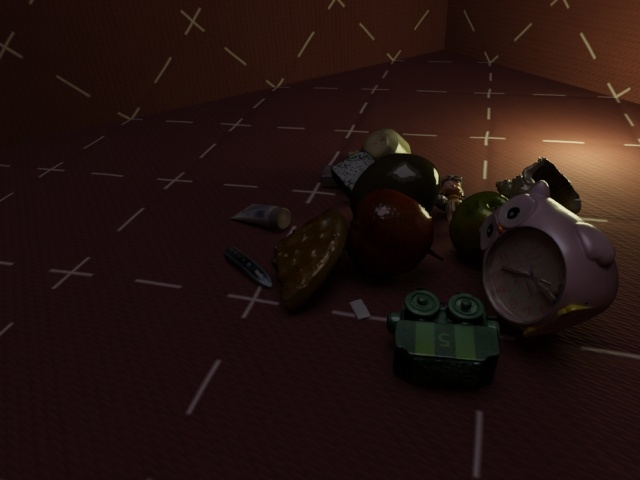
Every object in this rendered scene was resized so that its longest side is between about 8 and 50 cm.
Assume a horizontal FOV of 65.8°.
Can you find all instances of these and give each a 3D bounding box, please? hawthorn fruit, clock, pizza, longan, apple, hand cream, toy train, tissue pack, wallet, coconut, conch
[{"bbox_3d":[0.249,-0.005,1.608,0.330,0.287,0.287,23,37,0],"label":"hawthorn fruit"},{"bbox_3d":[0.617,0.057,1.374,0.250,0.368,0.377,4,56,-30],"label":"clock"},{"bbox_3d":[-0.041,0.054,1.620,0.277,0.114,0.409,-12,38,37],"label":"pizza"},{"bbox_3d":[0.275,-0.174,1.829,0.350,0.288,0.288,-23,26,26],"label":"longan"},{"bbox_3d":[0.561,-0.047,1.658,0.246,0.226,0.246,-1,36,1],"label":"apple"},{"bbox_3d":[-0.234,-0.100,1.960,0.247,0.083,0.133,13,36,41],"label":"hand cream"},{"bbox_3d":[-0.242,0.091,1.694,0.055,0.048,0.251,-31,43,-30],"label":"toy train"},{"bbox_3d":[0.083,-0.287,2.197,0.155,0.065,0.116,0,34,8],"label":"tissue pack"},{"bbox_3d":[0.120,0.211,1.513,0.044,0.011,0.083,-12,35,-12],"label":"wallet"},{"bbox_3d":[0.321,0.257,1.298,0.298,0.167,0.238,2,40,10],"label":"toy train"},{"bbox_3d":[0.296,-0.377,2.192,0.202,0.222,0.202,-14,64,31],"label":"coconut"},{"bbox_3d":[0.791,-0.162,1.820,0.324,0.263,0.186,25,3,-19],"label":"conch"}]

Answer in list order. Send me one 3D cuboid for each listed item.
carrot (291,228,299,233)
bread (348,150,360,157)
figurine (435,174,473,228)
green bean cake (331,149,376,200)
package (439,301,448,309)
[{"bbox_3d":[0.000,0.000,1.797,0.209,0.061,0.061,6,35,9],"label":"carrot"},{"bbox_3d":[0.171,-0.391,2.373,0.068,0.028,0.154,-5,33,2],"label":"bread"},{"bbox_3d":[0.510,-0.147,1.906,0.174,0.116,0.240,0,41,3],"label":"figurine"},{"bbox_3d":[0.162,-0.268,2.069,0.185,0.094,0.183,-33,64,-11],"label":"green bean cake"},{"bbox_3d":[0.389,0.207,1.472,0.110,0.033,0.077,10,27,12],"label":"package"}]
